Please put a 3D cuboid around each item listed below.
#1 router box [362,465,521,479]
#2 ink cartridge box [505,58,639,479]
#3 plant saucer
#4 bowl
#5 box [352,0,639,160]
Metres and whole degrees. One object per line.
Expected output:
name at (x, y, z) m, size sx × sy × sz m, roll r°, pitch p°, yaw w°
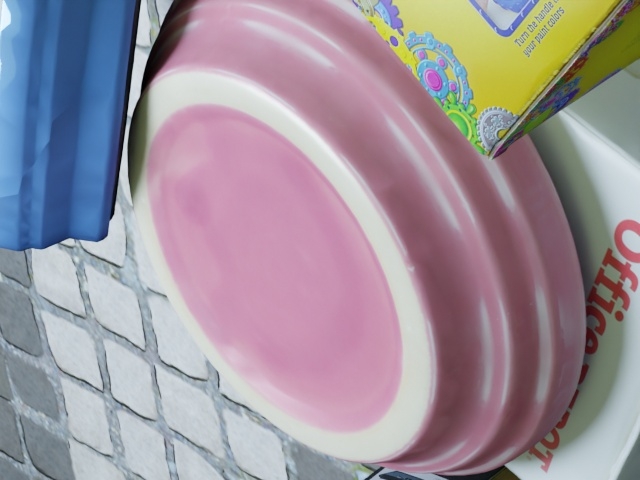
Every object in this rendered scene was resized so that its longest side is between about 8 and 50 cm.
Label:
router box at (0.135, 0.256, 1.320) m, size 0.081 × 0.243 × 0.308 m, roll 14°, pitch 128°, yaw 45°
ink cartridge box at (0.098, -0.058, 1.185) m, size 0.385 × 0.160 × 0.279 m, roll 41°, pitch 143°, yaw 23°
plant saucer at (0.000, 0.000, 1.135) m, size 0.332 × 0.084 × 0.332 m, roll 34°, pitch 142°, yaw 32°
bowl at (-0.146, -0.184, 1.256) m, size 0.077 × 0.391 × 0.391 m, roll 7°, pitch 137°, yaw -6°
box at (0.114, -0.241, 0.903) m, size 0.279 × 0.290 × 0.177 m, roll 50°, pitch 145°, yaw 9°
